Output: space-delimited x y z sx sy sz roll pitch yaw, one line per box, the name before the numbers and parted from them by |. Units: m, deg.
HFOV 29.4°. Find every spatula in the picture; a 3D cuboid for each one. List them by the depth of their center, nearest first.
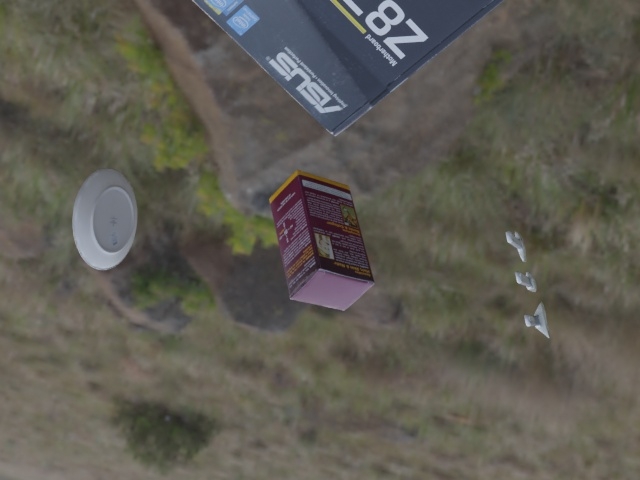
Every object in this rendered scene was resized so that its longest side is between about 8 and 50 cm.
spatula | 0.308 0.063 1.797 0.019 0.168 0.242 -12 173 13

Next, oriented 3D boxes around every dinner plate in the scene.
dinner plate | -0.290 -0.029 1.676 0.017 0.141 0.141 6 160 28

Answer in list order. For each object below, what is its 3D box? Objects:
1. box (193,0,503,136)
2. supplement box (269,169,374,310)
box | -0.001 -0.351 1.312 0.318 0.097 0.395 -36 114 23
supplement box | 0.000 0.000 1.813 0.104 0.188 0.081 15 136 -34
